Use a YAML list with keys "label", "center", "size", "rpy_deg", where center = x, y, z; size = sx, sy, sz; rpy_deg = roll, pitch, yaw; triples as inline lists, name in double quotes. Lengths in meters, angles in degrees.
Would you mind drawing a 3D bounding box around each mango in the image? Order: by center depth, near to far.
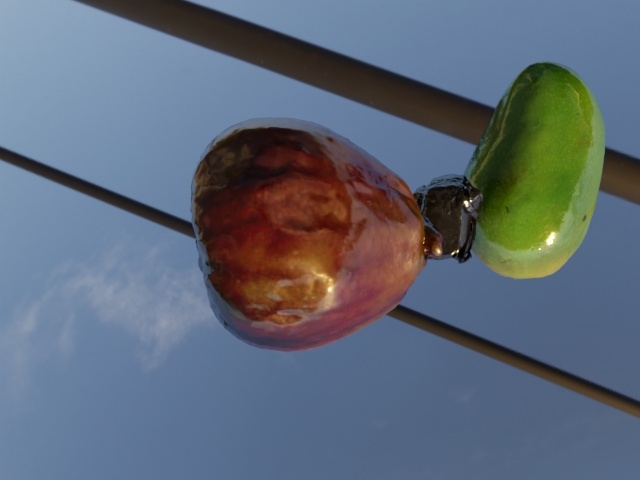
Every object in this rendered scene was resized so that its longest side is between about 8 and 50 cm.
- label: "mango"
  center: [0.361, -0.110, 0.839]
  size: [0.225, 0.201, 0.382]
  rpy_deg: [9, -63, 22]

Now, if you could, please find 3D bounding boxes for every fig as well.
- label: "fig"
  center: [-0.013, -0.001, 0.482]
  size: [0.224, 0.263, 0.224]
  rpy_deg: [-20, -119, 42]

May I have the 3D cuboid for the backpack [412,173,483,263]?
- label: "backpack"
  center: [0.186, -0.041, 0.731]
  size: [0.105, 0.165, 0.120]
  rpy_deg: [5, -76, 11]
